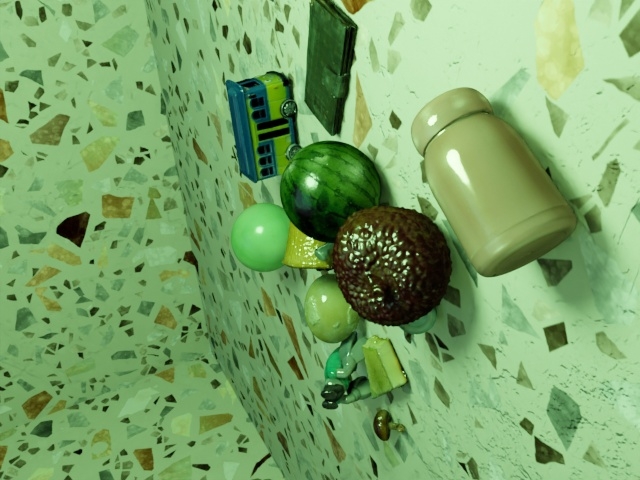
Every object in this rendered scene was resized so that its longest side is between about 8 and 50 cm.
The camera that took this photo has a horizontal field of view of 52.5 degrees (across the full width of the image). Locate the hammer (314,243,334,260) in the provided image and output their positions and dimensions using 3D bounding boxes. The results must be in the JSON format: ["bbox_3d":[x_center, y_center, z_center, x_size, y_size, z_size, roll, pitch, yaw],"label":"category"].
[{"bbox_3d":[0.108,0.063,1.635,0.226,0.159,0.041,51,158,0],"label":"hammer"}]

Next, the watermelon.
[{"bbox_3d":[0.025,-0.114,1.514,0.242,0.242,0.242,49,149,43],"label":"watermelon"}]

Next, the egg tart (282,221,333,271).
[{"bbox_3d":[0.000,0.000,1.732,0.215,0.215,0.171,-164,69,-64],"label":"egg tart"}]

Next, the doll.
[{"bbox_3d":[0.083,0.400,1.879,0.195,0.153,0.258,76,-157,-46],"label":"doll"}]

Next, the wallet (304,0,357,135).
[{"bbox_3d":[0.012,-0.418,1.560,0.169,0.044,0.317,56,154,31],"label":"wallet"}]

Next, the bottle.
[{"bbox_3d":[0.266,-0.099,1.063,0.297,0.173,0.206,62,-170,21],"label":"bottle"}]

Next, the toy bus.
[{"bbox_3d":[-0.164,-0.330,1.877,0.138,0.175,0.288,39,142,55],"label":"toy bus"}]

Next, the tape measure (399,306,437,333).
[{"bbox_3d":[0.206,0.148,1.525,0.107,0.104,0.180,64,176,-12],"label":"tape measure"}]

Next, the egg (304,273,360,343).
[{"bbox_3d":[0.033,0.194,1.856,0.164,0.164,0.201,-175,78,-67],"label":"egg"}]

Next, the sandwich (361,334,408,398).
[{"bbox_3d":[0.162,0.346,1.804,0.193,0.058,0.162,119,131,-64],"label":"sandwich"}]

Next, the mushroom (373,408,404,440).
[{"bbox_3d":[0.190,0.532,1.864,0.129,0.073,0.088,150,131,-66],"label":"mushroom"}]

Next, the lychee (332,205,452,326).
[{"bbox_3d":[0.150,0.048,1.357,0.260,0.260,0.260,49,149,43],"label":"lychee"}]

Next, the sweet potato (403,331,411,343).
[{"bbox_3d":[0.202,0.182,1.600,0.041,0.038,0.153,-101,0,-69],"label":"sweet potato"}]

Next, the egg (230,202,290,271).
[{"bbox_3d":[-0.184,-0.007,2.119,0.220,0.220,0.270,67,156,11],"label":"egg"}]
